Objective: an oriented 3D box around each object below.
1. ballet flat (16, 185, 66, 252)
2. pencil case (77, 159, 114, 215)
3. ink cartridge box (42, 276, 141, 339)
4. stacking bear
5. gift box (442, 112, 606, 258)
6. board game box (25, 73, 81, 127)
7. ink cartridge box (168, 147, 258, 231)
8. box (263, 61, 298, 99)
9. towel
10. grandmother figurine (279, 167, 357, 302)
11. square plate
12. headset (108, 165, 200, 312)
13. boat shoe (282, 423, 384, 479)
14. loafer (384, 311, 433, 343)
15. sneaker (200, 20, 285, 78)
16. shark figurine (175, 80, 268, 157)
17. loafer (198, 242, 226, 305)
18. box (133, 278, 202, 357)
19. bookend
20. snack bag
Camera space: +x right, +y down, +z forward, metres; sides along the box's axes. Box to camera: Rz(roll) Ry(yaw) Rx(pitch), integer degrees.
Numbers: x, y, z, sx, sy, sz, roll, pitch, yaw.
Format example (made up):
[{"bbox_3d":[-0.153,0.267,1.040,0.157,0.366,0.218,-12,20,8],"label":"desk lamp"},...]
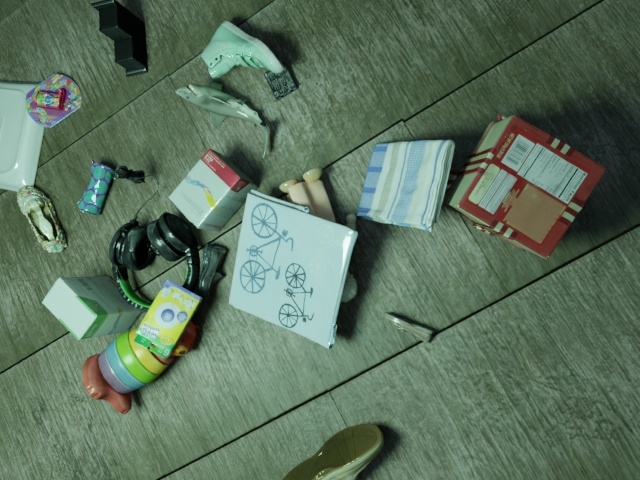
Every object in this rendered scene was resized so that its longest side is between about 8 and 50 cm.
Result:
[{"bbox_3d":[-0.827,-0.073,1.678,0.091,0.077,0.241,-32,81,-21],"label":"ballet flat"},{"bbox_3d":[-0.656,-0.151,1.649,0.070,0.064,0.151,20,91,-9],"label":"pencil case"},{"bbox_3d":[-0.611,0.178,1.537,0.154,0.212,0.093,39,100,14],"label":"ink cartridge box"},{"bbox_3d":[-0.465,0.302,1.520,0.289,0.175,0.164,-33,47,0],"label":"stacking bear"},{"bbox_3d":[0.419,-0.137,1.251,0.276,0.258,0.255,36,97,1],"label":"gift box"},{"bbox_3d":[-0.812,-0.428,1.705,0.169,0.033,0.133,-37,87,-5],"label":"board game box"},{"bbox_3d":[-0.286,-0.129,1.513,0.127,0.128,0.176,43,97,14],"label":"ink cartridge box"},{"bbox_3d":[-0.109,-0.436,1.544,0.067,0.018,0.083,-29,79,11],"label":"box"},{"bbox_3d":[0.193,-0.138,1.342,0.285,0.034,0.209,14,90,58],"label":"towel"},{"bbox_3d":[0.000,0.000,1.443,0.208,0.104,0.342,-27,77,21],"label":"grandmother figurine"},{"bbox_3d":[-1.024,-0.340,1.773,0.344,0.049,0.347,9,88,15],"label":"square plate"},{"bbox_3d":[-0.469,-0.001,1.524,0.243,0.185,0.394,-13,82,14],"label":"headset"},{"bbox_3d":[0.042,0.563,1.395,0.302,0.109,0.098,-38,117,9],"label":"boat shoe"},{"bbox_3d":[0.214,0.216,1.396,0.125,0.045,0.039,20,98,13],"label":"loafer"},{"bbox_3d":[-0.216,-0.477,1.531,0.256,0.094,0.151,38,91,28],"label":"sneaker"},{"bbox_3d":[-0.249,-0.339,1.553,0.278,0.166,0.116,28,120,-2],"label":"shark figurine"},{"bbox_3d":[-0.295,0.095,1.535,0.061,0.062,0.170,8,91,-6],"label":"loafer"},{"bbox_3d":[-0.393,0.201,1.448,0.105,0.043,0.179,28,80,-2],"label":"box"},{"bbox_3d":[-0.569,-0.572,1.610,0.072,0.156,0.157,-7,85,14],"label":"bookend"},{"bbox_3d":[-0.074,0.066,1.422,0.343,0.037,0.323,19,105,28],"label":"snack bag"}]
